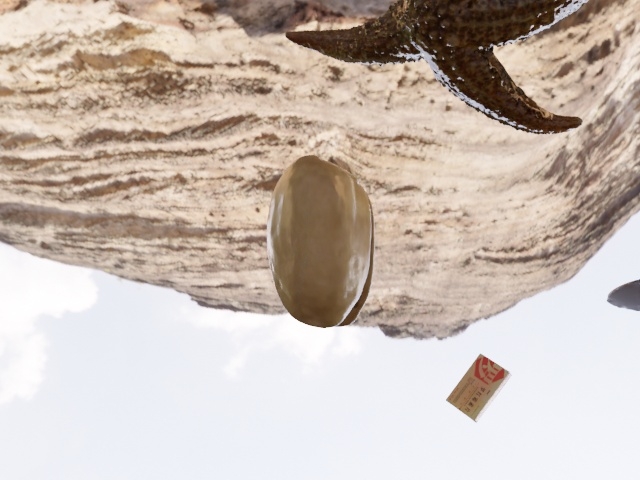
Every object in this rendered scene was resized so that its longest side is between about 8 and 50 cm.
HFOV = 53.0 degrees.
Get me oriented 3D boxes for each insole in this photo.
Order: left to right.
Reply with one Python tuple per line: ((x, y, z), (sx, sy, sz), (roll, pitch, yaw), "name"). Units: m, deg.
((0.509, 0.058, 0.897), (0.110, 0.309, 0.012), (18, -110, 1), "insole")

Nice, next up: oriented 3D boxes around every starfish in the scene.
((0.081, -0.148, 0.413), (0.237, 0.213, 0.057), (-15, -154, 30), "starfish")

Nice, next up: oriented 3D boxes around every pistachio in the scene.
((0.000, 0.000, 1.105), (0.187, 0.187, 0.300), (-2, -96, 9), "pistachio")

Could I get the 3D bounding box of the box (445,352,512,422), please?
((0.242, 0.225, 0.982), (0.058, 0.015, 0.093), (31, -101, 43), "box")
